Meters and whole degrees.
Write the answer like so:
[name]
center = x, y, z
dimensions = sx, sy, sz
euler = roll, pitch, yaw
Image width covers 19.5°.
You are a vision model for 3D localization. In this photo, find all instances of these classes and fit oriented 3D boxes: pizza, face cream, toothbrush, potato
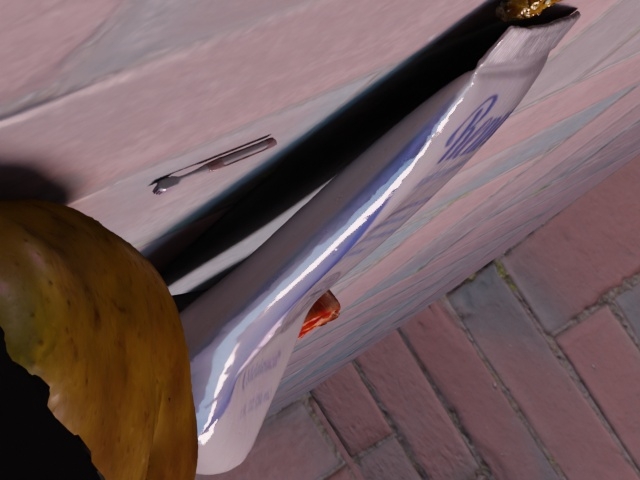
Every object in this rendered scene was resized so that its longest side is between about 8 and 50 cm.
[pizza]
center = 0.133, -0.145, 1.080
dimensions = 0.083, 0.016, 0.037
euler = -28, 166, -26
[face cream]
center = 0.000, 0.000, 1.225
dimensions = 0.420, 0.137, 0.235
euler = -45, 173, 19
[toothbrush]
center = -0.056, -0.041, 1.005
dimensions = 0.097, 0.006, 0.008
euler = -25, 172, -47
[potato]
center = -0.137, 0.087, 0.842
dimensions = 0.195, 0.176, 0.369
euler = -39, 169, -9

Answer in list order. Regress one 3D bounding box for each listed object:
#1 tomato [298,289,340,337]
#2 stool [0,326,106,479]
[tomato]
center = -0.062, 0.065, 1.489
dimensions = 0.155, 0.069, 0.155
euler = -30, 176, -2
[stool]
center = -0.245, 0.170, 0.506
dimensions = 0.330, 0.297, 0.297
euler = -29, 175, 19
